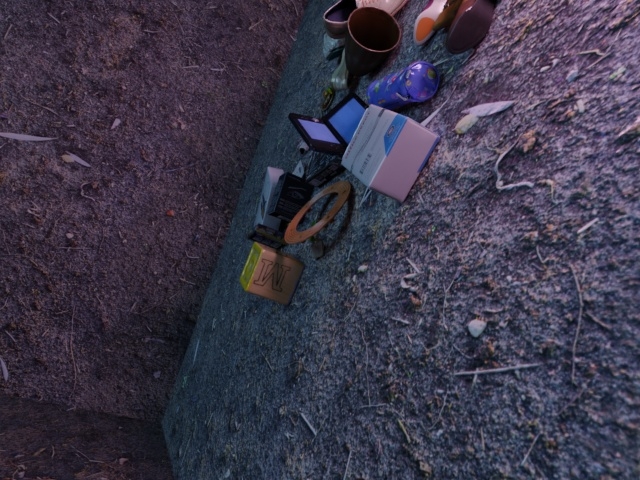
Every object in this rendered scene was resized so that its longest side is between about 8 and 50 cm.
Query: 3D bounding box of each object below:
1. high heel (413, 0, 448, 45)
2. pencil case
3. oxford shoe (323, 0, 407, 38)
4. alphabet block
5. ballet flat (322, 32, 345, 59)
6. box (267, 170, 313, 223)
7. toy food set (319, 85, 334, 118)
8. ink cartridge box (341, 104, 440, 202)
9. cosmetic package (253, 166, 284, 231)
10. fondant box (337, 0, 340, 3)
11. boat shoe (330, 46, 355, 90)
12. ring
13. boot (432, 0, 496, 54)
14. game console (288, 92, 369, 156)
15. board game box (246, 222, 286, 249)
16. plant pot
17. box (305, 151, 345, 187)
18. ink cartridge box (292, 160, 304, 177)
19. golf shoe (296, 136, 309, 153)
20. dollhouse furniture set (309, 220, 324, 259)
[{"bbox_3d":[0.391,-0.788,1.511,0.117,0.082,0.243,-50,-17,-58],"label":"high heel"},{"bbox_3d":[0.259,-0.492,1.456,0.133,0.119,0.306,-51,19,-7],"label":"pencil case"},{"bbox_3d":[0.194,-0.961,1.811,0.397,0.140,0.146,-27,0,13],"label":"oxford shoe"},{"bbox_3d":[-0.211,0.138,1.887,0.193,0.197,0.192,-68,22,1],"label":"alphabet block"},{"bbox_3d":[0.076,-1.013,2.247,0.409,0.147,0.146,-105,40,-74],"label":"ballet flat"},{"bbox_3d":[-0.138,-0.197,2.084,0.108,0.153,0.206,-11,59,66],"label":"box"},{"bbox_3d":[0.030,-0.746,2.337,0.192,0.039,0.132,-55,26,32],"label":"toy food set"},{"bbox_3d":[0.203,-0.280,1.384,0.223,0.129,0.307,-63,22,16],"label":"ink cartridge box"},{"bbox_3d":[-0.267,-0.162,2.338,0.284,0.098,0.376,-106,30,-60],"label":"cosmetic package"},{"bbox_3d":[0.137,-1.218,2.444,0.238,0.096,0.329,-30,44,58],"label":"fondant box"},{"bbox_3d":[0.149,-0.820,2.064,0.098,0.109,0.302,14,68,32],"label":"boat shoe"},{"bbox_3d":[-0.007,-0.105,1.724,0.337,0.032,0.336,-36,23,18],"label":"ring"},{"bbox_3d":[0.400,-0.667,1.321,0.263,0.096,0.280,-65,21,9],"label":"boot"},{"bbox_3d":[0.049,-0.465,1.702,0.293,0.251,0.173,60,136,44],"label":"game console"},{"bbox_3d":[-0.257,-0.015,2.173,0.141,0.171,0.048,-31,41,56],"label":"board game box"},{"bbox_3d":[0.188,-0.794,1.832,0.230,0.216,0.215,126,159,-70],"label":"plant pot"},{"bbox_3d":[0.055,-0.390,1.904,0.307,0.077,0.242,-26,47,59],"label":"box"},{"bbox_3d":[-0.128,-0.281,2.281,0.224,0.056,0.181,-55,25,22],"label":"ink cartridge box"},{"bbox_3d":[-0.063,-0.521,2.338,0.186,0.068,0.085,-26,74,59],"label":"golf shoe"},{"bbox_3d":[0.000,0.000,1.753,0.076,0.059,0.151,-26,66,50],"label":"dollhouse furniture set"}]
